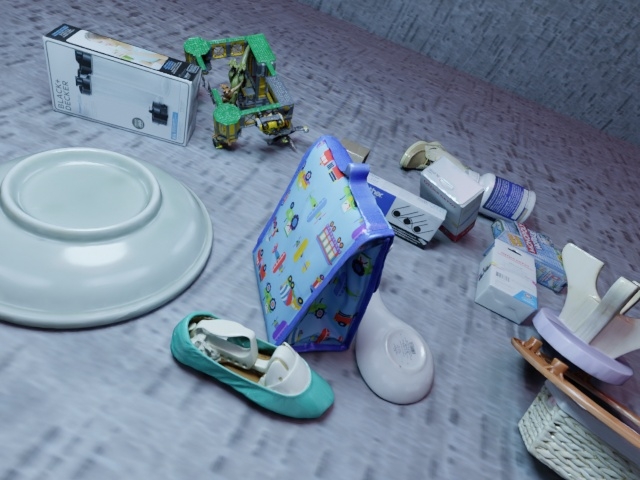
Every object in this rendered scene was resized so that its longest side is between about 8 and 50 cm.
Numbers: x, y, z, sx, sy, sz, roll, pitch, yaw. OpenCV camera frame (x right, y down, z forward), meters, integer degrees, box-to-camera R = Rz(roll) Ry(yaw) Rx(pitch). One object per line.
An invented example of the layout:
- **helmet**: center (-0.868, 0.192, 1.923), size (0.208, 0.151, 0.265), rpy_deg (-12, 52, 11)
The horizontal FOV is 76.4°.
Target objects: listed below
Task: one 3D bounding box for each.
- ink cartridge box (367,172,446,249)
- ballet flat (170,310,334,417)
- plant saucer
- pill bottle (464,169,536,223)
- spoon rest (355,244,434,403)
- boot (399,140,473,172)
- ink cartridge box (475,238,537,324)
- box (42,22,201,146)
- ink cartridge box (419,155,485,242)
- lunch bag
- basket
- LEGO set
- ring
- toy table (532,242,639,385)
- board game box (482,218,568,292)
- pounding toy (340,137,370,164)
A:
- **ink cartridge box**: center (0.169, -0.069, 0.929), size (0.207, 0.097, 0.046), rpy_deg (28, 41, 5)
- **ballet flat**: center (-0.088, 0.167, 0.556), size (0.248, 0.087, 0.083), rpy_deg (23, 40, 0)
- **plant saucer**: center (-0.373, -0.051, 0.655), size (0.401, 0.100, 0.400), rpy_deg (14, 40, -12)
- **pill bottle**: center (0.472, -0.120, 1.115), size (0.187, 0.111, 0.112), rpy_deg (23, 40, 0)
- **spoon rest**: center (0.115, 0.139, 0.705), size (0.138, 0.084, 0.276), rpy_deg (5, 56, -19)
- **boot**: center (0.345, -0.217, 1.192), size (0.213, 0.077, 0.165), rpy_deg (-19, 57, -42)
- **ink cartridge box**: center (0.411, 0.085, 0.899), size (0.105, 0.061, 0.181), rpy_deg (29, 41, 6)
- **box**: center (-0.423, -0.332, 0.892), size (0.290, 0.169, 0.087), rpy_deg (15, 43, -11)
- **ink cartridge box**: center (0.301, -0.092, 0.951), size (0.072, 0.175, 0.127), rpy_deg (-37, 63, -8)
- **lunch bag**: center (0.000, 0.000, 0.620), size (0.138, 0.293, 0.220), rpy_deg (2, 45, -23)
- **basket**: center (0.393, 0.301, 0.593), size (0.167, 0.103, 0.113), rpy_deg (34, 9, 15)
- **LEGO set**: center (-0.203, -0.355, 1.047), size (0.255, 0.192, 0.331), rpy_deg (-27, 73, -21)
- **ring**: center (0.452, 0.252, 0.622), size (0.337, 0.032, 0.336), rpy_deg (31, 8, -5)
- **toy table**: center (0.519, 0.139, 0.743), size (0.252, 0.160, 0.274), rpy_deg (41, 21, 25)
- **board game box**: center (0.502, 0.015, 1.020), size (0.194, 0.060, 0.194), rpy_deg (19, 40, -5)
- **pounding toy**: center (0.036, -0.160, 0.958), size (0.100, 0.141, 0.130), rpy_deg (26, 26, 4)
